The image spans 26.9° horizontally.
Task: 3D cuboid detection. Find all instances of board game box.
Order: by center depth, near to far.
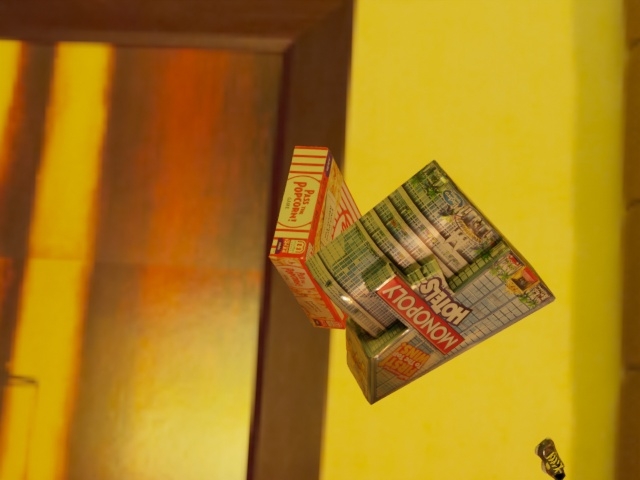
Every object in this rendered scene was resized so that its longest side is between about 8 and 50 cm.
[{"bbox_3d":[0.083,0.052,1.196,0.194,0.194,0.060,41,-167,-45],"label":"board game box"},{"bbox_3d":[0.000,0.000,1.590,0.193,0.045,0.147,60,-142,-59],"label":"board game box"}]

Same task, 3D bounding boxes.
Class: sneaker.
[{"bbox_3d":[0.320,0.301,1.842,0.035,0.031,0.083,42,166,42],"label":"sneaker"}]
